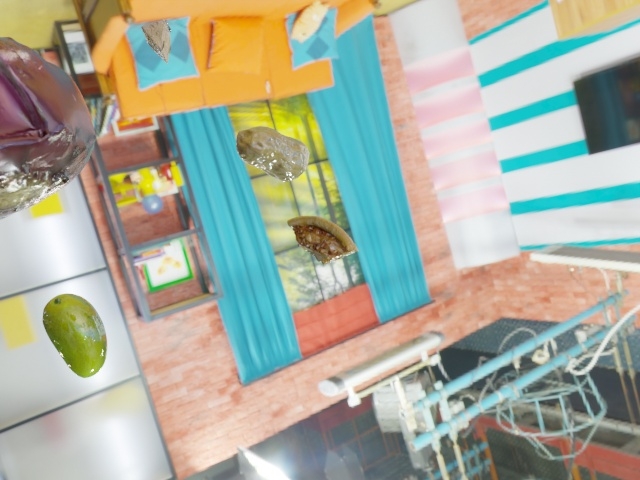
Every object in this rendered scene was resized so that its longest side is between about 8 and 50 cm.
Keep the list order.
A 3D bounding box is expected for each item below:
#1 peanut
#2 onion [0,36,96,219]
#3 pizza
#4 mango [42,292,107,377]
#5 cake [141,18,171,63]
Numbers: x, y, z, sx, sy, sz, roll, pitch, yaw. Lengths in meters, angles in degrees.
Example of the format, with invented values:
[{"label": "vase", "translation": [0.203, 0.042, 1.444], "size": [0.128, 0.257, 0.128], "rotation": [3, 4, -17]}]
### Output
[{"label": "peanut", "translation": [-0.133, -0.265, 1.756], "size": [0.159, 0.143, 0.291], "rotation": [39, -167, 31]}, {"label": "onion", "translation": [-0.590, -0.220, 0.858], "size": [0.399, 0.420, 0.398], "rotation": [-29, -174, 3]}, {"label": "pizza", "translation": [0.000, -0.007, 1.841], "size": [0.134, 0.271, 0.056], "rotation": [-56, 156, 4]}, {"label": "mango", "translation": [-0.754, 0.289, 1.755], "size": [0.185, 0.272, 0.149], "rotation": [-35, 175, 40]}, {"label": "cake", "translation": [-0.384, -0.463, 1.329], "size": [0.065, 0.121, 0.052], "rotation": [-11, 145, -3]}]
